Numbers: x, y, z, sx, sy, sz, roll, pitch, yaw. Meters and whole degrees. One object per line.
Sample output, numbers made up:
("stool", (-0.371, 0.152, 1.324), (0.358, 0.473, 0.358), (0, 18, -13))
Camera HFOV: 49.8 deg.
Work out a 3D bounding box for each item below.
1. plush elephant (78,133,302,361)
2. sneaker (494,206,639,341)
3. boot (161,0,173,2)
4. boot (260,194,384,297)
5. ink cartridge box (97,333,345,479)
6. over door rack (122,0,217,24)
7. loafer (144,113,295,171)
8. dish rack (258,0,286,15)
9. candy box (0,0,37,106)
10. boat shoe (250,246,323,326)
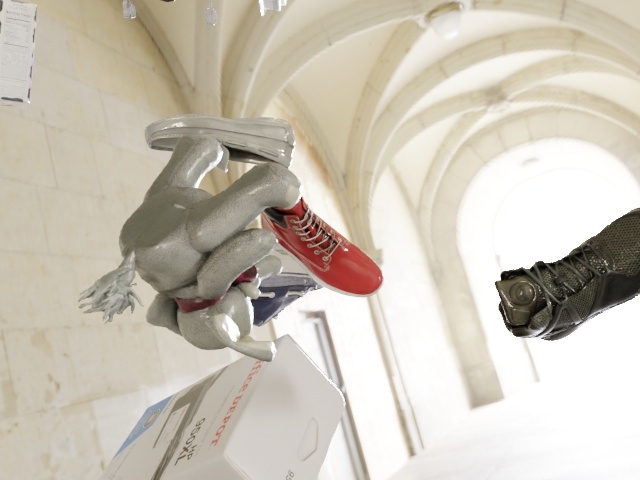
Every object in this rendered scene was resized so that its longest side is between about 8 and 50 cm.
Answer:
("plush elephant", (-0.156, 0.047, 1.014), (0.272, 0.330, 0.255), (18, -29, 42))
("sneaker", (0.294, 0.046, 0.801), (0.130, 0.087, 0.227), (2, -36, -37))
("boot", (-0.358, -0.709, 1.813), (0.115, 0.112, 0.305), (17, 39, 32))
("boot", (0.000, 0.000, 1.121), (0.088, 0.244, 0.176), (-54, -9, -15))
("ink cartridge box", (-0.182, 0.362, 1.148), (0.395, 0.166, 0.285), (-32, 16, 30))
("over door rack", (-0.374, -0.674, 1.668), (0.239, 0.108, 0.324), (5, -50, -1))
("loafer", (-0.214, -0.203, 1.471), (0.319, 0.111, 0.112), (0, -12, -3))
("dish rack", (-0.070, -0.658, 1.434), (0.072, 0.333, 0.285), (9, -1, -1))
("candy box", (-0.626, -0.376, 1.412), (0.070, 0.196, 0.165), (4, 4, -24))
("boat shoe", (-0.085, 0.095, 1.461), (0.340, 0.127, 0.158), (12, -73, -56))
